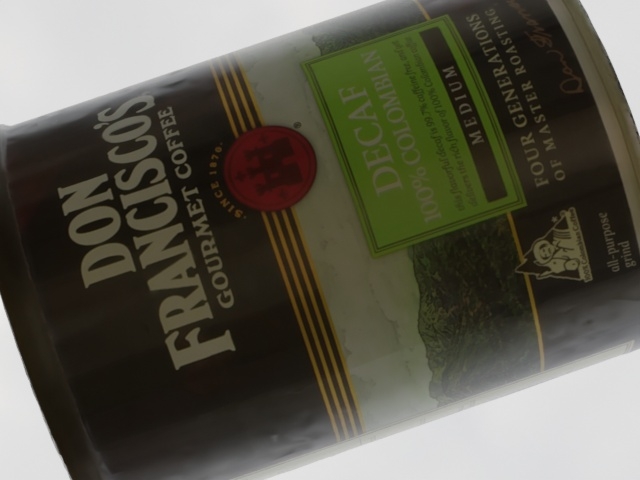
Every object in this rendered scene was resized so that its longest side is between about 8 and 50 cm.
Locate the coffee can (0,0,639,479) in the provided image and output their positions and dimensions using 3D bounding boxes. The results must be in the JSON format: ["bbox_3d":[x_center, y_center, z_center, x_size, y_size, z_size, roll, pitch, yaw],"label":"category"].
[{"bbox_3d":[0.000,0.000,0.758,0.275,0.201,0.202,-19,-103,-3],"label":"coffee can"}]
